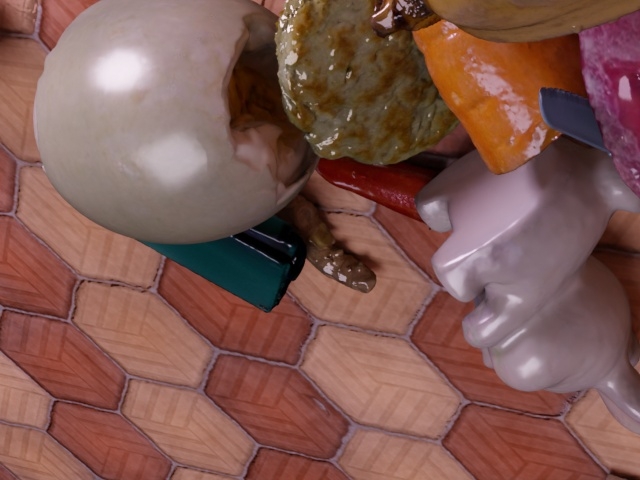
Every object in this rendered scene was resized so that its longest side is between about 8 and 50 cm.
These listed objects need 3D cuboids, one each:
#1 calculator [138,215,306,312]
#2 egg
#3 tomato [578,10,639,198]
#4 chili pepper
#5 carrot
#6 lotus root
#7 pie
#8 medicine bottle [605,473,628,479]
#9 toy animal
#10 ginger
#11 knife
[{"bbox_3d":[-0.137,-0.012,1.869,0.248,0.058,0.274,29,162,5],"label":"calculator"},{"bbox_3d":[-0.169,-0.134,1.611,0.336,0.278,0.278,-1,135,35],"label":"egg"},{"bbox_3d":[0.396,-0.172,1.292,0.290,0.176,0.335,52,139,4],"label":"tomato"},{"bbox_3d":[0.061,-0.072,1.727,0.169,0.065,0.088,20,169,23],"label":"chili pepper"},{"bbox_3d":[0.156,-0.199,1.435,0.225,0.159,0.159,49,140,-15],"label":"carrot"},{"bbox_3d":[0.186,-0.245,1.186,0.342,0.151,0.169,-17,162,31],"label":"lotus root"},{"bbox_3d":[0.044,-0.181,1.528,0.090,0.201,0.248,47,167,50],"label":"pie"},{"bbox_3d":[0.417,0.349,1.992,0.089,0.057,0.057,15,142,16],"label":"medicine bottle"},{"bbox_3d":[0.273,0.057,1.631,0.241,0.196,0.368,-21,122,13],"label":"toy animal"},{"bbox_3d":[-0.001,0.001,1.862,0.173,0.051,0.069,41,148,-24],"label":"ginger"},{"bbox_3d":[0.277,-0.101,1.432,0.019,0.044,0.313,18,-177,35],"label":"knife"}]
